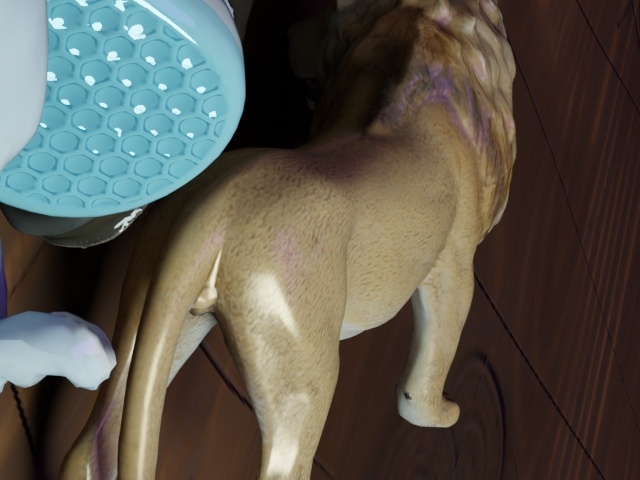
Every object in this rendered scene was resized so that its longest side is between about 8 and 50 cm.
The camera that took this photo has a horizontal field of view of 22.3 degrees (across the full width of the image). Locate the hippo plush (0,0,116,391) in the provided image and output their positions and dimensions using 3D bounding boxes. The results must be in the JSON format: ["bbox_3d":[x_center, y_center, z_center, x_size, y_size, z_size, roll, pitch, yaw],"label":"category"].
[{"bbox_3d":[-0.134,-0.003,0.311,0.237,0.234,0.294,2,94,-53],"label":"hippo plush"}]

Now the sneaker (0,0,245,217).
[{"bbox_3d":[-0.158,-0.158,0.496,0.319,0.127,0.208,39,29,-37],"label":"sneaker"}]

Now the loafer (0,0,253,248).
[{"bbox_3d":[-0.067,-0.071,0.700,0.078,0.080,0.220,66,35,-40],"label":"loafer"}]

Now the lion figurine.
[{"bbox_3d":[0.000,0.000,0.746,0.392,0.142,0.240,-49,149,-66],"label":"lion figurine"}]
